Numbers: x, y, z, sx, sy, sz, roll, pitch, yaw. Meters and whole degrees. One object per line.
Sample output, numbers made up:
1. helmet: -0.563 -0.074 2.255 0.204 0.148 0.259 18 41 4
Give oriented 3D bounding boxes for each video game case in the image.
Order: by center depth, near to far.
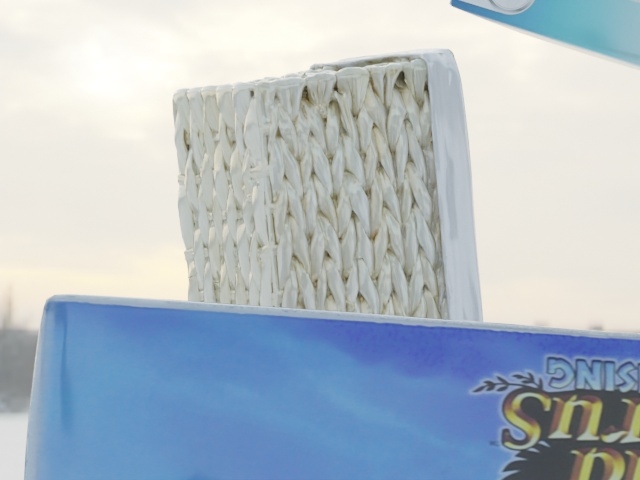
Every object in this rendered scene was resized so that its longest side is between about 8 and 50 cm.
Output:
1. video game case: 0.064 0.083 0.519 0.269 0.061 0.244 4 -16 1

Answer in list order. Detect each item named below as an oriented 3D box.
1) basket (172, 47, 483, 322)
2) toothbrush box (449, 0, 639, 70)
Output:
1. basket: 0.000 0.000 0.785 0.103 0.167 0.113 -6 5 -27
2. toothbrush box: 0.257 -0.192 1.017 0.295 0.216 0.126 22 9 22
